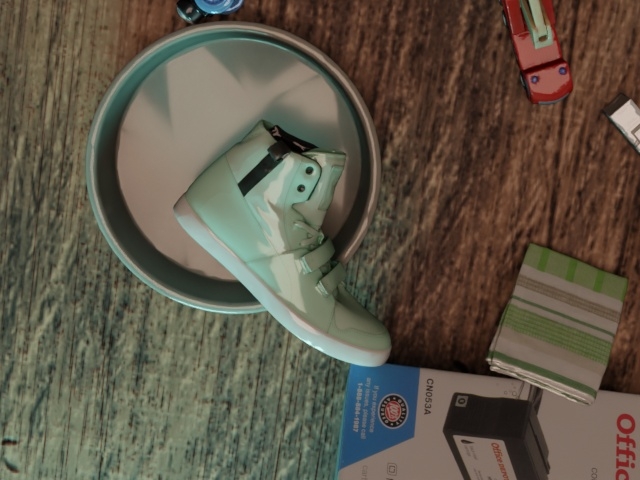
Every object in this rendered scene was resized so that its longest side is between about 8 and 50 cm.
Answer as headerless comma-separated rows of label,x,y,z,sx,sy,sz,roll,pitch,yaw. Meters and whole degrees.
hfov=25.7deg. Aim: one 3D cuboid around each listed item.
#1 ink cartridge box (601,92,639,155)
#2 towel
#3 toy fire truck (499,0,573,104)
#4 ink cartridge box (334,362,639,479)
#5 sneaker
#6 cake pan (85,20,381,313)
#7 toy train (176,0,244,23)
ink cartridge box,0.318,-0.103,1.384,0.028,0.048,0.083,-40,99,10
towel,0.236,0.082,1.390,0.113,0.023,0.152,22,57,4
toy fire truck,0.199,-0.217,1.319,0.047,0.135,0.192,-16,101,5
ink cartridge box,0.166,0.255,1.376,0.307,0.129,0.223,7,64,1
sneaker,0.000,0.000,1.335,0.256,0.094,0.151,41,107,-4
cake pan,-0.086,-0.074,1.402,0.293,0.054,0.293,0,102,2
toy train,-0.086,-0.295,1.344,0.105,0.080,0.184,45,100,-1
